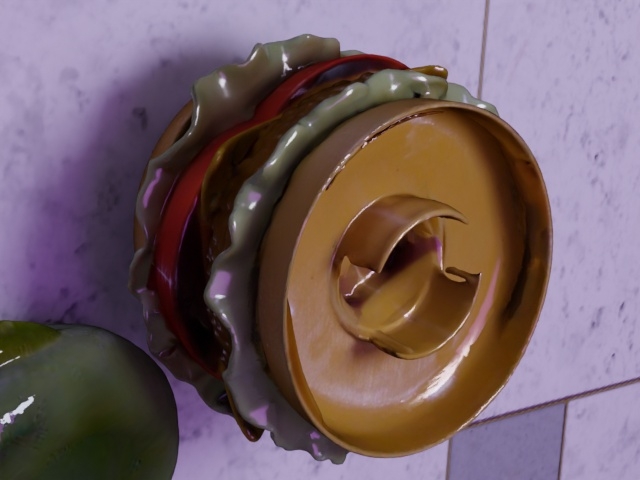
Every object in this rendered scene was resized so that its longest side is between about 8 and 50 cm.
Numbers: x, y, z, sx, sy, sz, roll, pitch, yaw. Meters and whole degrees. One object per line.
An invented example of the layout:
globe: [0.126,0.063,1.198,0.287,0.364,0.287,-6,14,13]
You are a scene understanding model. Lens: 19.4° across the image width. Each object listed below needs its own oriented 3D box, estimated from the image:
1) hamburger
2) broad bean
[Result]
hamburger: [0.000,0.000,1.233,0.274,0.212,0.274,-17,117,-37]
broad bean: [-0.179,0.122,1.183,0.169,0.100,0.228,-46,143,-7]
